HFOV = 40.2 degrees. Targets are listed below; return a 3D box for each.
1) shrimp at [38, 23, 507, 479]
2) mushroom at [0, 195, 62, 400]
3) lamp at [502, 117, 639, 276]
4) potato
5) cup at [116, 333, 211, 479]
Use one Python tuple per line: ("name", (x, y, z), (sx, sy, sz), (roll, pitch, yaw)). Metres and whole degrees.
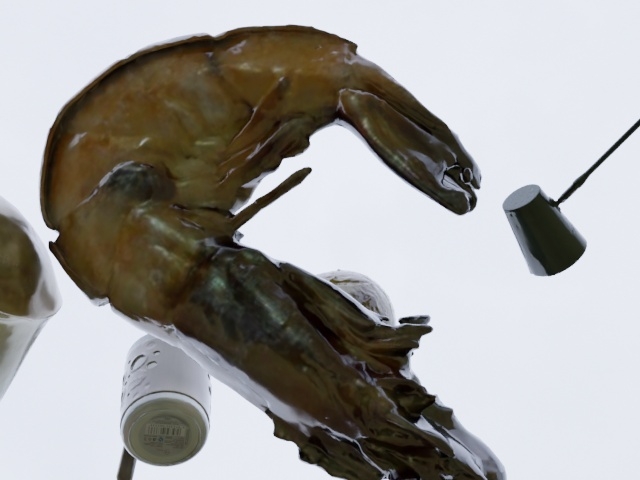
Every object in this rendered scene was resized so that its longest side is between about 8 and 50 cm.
("shrimp", (0.001, 0.000, 0.424), (0.289, 0.075, 0.178), (34, -88, 16))
("mushroom", (-0.239, 0.122, 0.454), (0.159, 0.122, 0.328), (33, -88, -12))
("lamp", (0.141, -0.035, 0.421), (0.121, 0.041, 0.054), (-33, -68, 15))
("potato", (0.028, 0.059, 0.680), (0.066, 0.103, 0.096), (-43, -88, -16))
("cup", (-0.139, 0.137, 0.720), (0.102, 0.099, 0.074), (-30, -63, 7))
